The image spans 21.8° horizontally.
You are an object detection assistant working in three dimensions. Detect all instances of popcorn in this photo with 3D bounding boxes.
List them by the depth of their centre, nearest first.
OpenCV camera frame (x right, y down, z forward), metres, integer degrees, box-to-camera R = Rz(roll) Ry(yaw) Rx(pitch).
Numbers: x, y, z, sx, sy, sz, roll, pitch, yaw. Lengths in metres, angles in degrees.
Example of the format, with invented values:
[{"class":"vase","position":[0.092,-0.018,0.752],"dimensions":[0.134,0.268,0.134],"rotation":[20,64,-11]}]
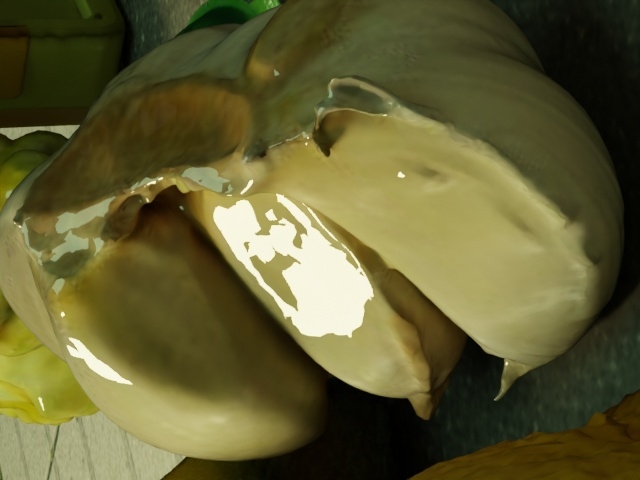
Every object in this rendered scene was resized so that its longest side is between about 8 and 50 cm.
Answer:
[{"class":"popcorn","position":[-0.231,0.023,1.164],"dimensions":[0.255,0.256,0.195],"rotation":[-14,35,37]}]

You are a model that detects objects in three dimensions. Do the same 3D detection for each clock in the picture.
[{"class":"clock","position":[-0.256,-0.152,1.225],"dimensions":[0.143,0.202,0.096],"rotation":[-116,33,-41]}]

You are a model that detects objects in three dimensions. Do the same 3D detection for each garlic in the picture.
[{"class":"garlic","position":[-0.003,-0.009,0.703],"dimensions":[0.281,0.203,0.185],"rotation":[-28,34,27]}]

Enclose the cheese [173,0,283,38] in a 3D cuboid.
[{"class":"cheese","position":[-0.066,-0.009,0.960],"dimensions":[0.204,0.083,0.320],"rotation":[67,148,33]}]

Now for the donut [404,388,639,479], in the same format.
[{"class":"donut","position":[0.091,0.276,0.546],"dimensions":[0.377,0.163,0.435],"rotation":[126,134,-58]}]

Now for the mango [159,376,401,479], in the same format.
[{"class":"mango","position":[-0.046,0.189,0.774],"dimensions":[0.193,0.146,0.316],"rotation":[60,-137,-43]}]
